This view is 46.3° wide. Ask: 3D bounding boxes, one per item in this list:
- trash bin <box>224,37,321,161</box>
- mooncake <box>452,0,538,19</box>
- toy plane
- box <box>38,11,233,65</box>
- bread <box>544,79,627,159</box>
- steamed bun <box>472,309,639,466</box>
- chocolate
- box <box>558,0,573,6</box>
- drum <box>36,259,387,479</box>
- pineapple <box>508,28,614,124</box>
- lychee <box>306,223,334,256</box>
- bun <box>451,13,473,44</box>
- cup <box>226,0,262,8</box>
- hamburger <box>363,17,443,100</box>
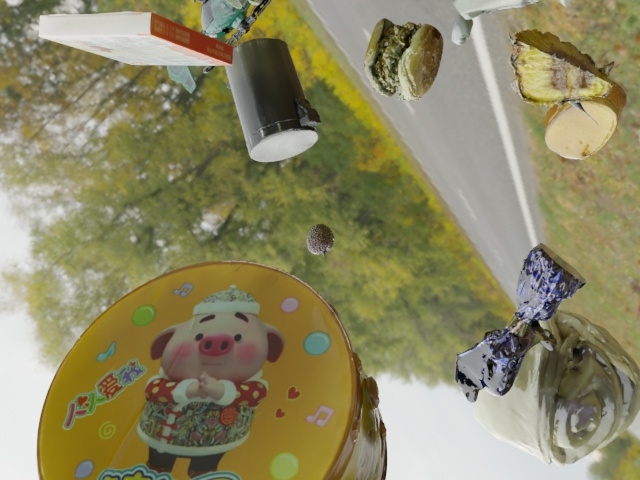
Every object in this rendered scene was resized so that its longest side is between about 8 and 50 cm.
[{"bbox_3d":[-0.141,-0.402,2.125,0.203,0.252,0.301,0,-113,-49],"label":"trash bin"},{"bbox_3d":[0.407,-0.562,1.513,0.136,0.254,0.250,44,166,-22],"label":"mooncake"},{"bbox_3d":[-0.253,-0.547,1.860,0.155,0.382,0.106,48,-168,3],"label":"toy plane"},{"bbox_3d":[-0.351,-0.388,1.459,0.265,0.048,0.273,6,-176,24],"label":"box"},{"bbox_3d":[0.791,-0.369,2.255,0.195,0.269,0.142,27,-126,-2],"label":"bread"},{"bbox_3d":[0.543,0.330,1.666,0.352,0.339,0.247,26,176,-5],"label":"steamed bun"},{"bbox_3d":[0.379,0.179,1.448,0.148,0.343,0.126,34,-169,17],"label":"chocolate"},{"bbox_3d":[0.625,-0.774,2.007,0.259,0.168,0.071,48,-162,15],"label":"box"},{"bbox_3d":[-0.133,0.248,0.975,0.431,0.431,0.214,54,169,38],"label":"drum"},{"bbox_3d":[0.585,-0.431,1.907,0.334,0.158,0.161,11,-140,-16],"label":"pineapple"},{"bbox_3d":[0.000,0.000,1.841,0.067,0.068,0.083,34,-133,-78],"label":"lychee"},{"bbox_3d":[0.348,-0.517,1.836,0.045,0.083,0.083,18,-177,10],"label":"bun"},{"bbox_3d":[-0.130,-0.455,1.318,0.075,0.083,0.054,32,171,36],"label":"cup"},{"bbox_3d":[0.170,-0.341,1.448,0.131,0.159,0.185,11,167,24],"label":"hamburger"}]
